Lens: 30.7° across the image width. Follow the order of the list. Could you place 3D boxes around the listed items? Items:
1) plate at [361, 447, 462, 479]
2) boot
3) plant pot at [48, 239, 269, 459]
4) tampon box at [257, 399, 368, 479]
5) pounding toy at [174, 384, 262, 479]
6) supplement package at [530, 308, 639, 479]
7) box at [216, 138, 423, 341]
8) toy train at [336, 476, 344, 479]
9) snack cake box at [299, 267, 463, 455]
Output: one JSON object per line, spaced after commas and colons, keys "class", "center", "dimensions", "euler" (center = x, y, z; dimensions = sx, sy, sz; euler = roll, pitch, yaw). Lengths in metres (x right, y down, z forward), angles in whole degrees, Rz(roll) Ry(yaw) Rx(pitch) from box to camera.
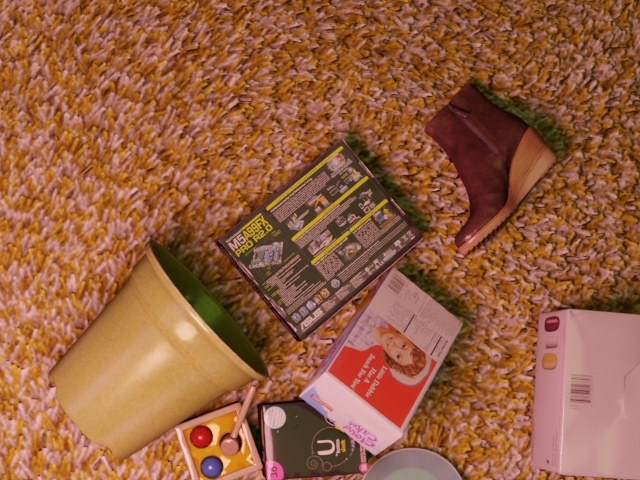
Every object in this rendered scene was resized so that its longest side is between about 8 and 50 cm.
{"class": "plate", "center": [0.148, 0.433, 1.903], "dimensions": [0.188, 0.024, 0.188], "euler": [1, 84, -7]}
{"class": "boot", "center": [0.252, -0.120, 1.964], "dimensions": [0.207, 0.090, 0.248], "euler": [40, 81, 10]}
{"class": "plant pot", "center": [-0.262, 0.185, 1.775], "dimensions": [0.254, 0.276, 0.276], "euler": [-41, 90, 2]}
{"class": "tampon box", "center": [-0.015, 0.313, 1.854], "dimensions": [0.160, 0.101, 0.121], "euler": [-4, 84, -8]}
{"class": "pounding toy", "center": [-0.151, 0.310, 1.836], "dimensions": [0.141, 0.100, 0.130], "euler": [-20, 87, -9]}
{"class": "supplement package", "center": [0.467, 0.252, 1.905], "dimensions": [0.204, 0.145, 0.262], "euler": [6, 82, -8]}
{"class": "box", "center": [0.000, 0.000, 1.914], "dimensions": [0.270, 0.060, 0.216], "euler": [-41, 89, -10]}
{"class": "toy train", "center": [-0.055, 0.475, 1.815], "dimensions": [0.248, 0.105, 0.143], "euler": [-20, 98, 5]}
{"class": "snack cake box", "center": [0.101, 0.186, 1.828], "dimensions": [0.152, 0.089, 0.264], "euler": [40, 46, -3]}
